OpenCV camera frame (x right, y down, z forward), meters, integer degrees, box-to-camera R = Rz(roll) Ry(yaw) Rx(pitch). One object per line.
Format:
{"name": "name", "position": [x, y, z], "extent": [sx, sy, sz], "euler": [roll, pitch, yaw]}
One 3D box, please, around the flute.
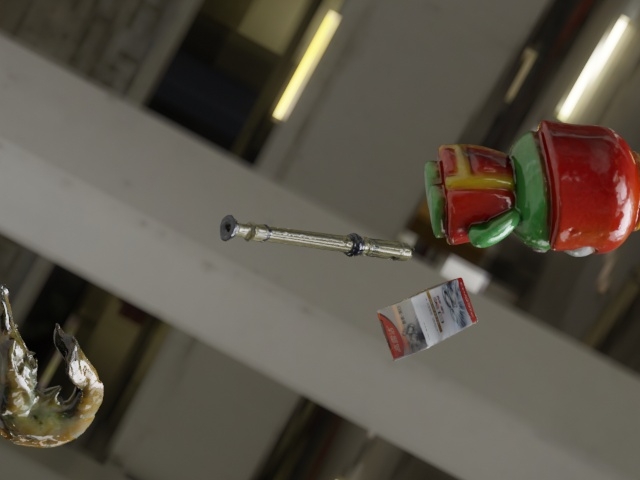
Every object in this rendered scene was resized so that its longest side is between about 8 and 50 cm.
{"name": "flute", "position": [0.000, 0.000, 1.800], "extent": [0.027, 0.233, 0.027], "euler": [-11, -104, 50]}

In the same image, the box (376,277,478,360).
{"name": "box", "position": [0.110, 0.077, 1.816], "extent": [0.040, 0.055, 0.218], "euler": [-21, 179, 18]}

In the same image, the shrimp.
{"name": "shrimp", "position": [-0.325, 0.159, 2.105], "extent": [0.059, 0.145, 0.254], "euler": [-84, -177, -51]}

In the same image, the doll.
{"name": "doll", "position": [0.314, -0.066, 2.262], "extent": [0.182, 0.363, 0.160], "euler": [-96, -170, -55]}
